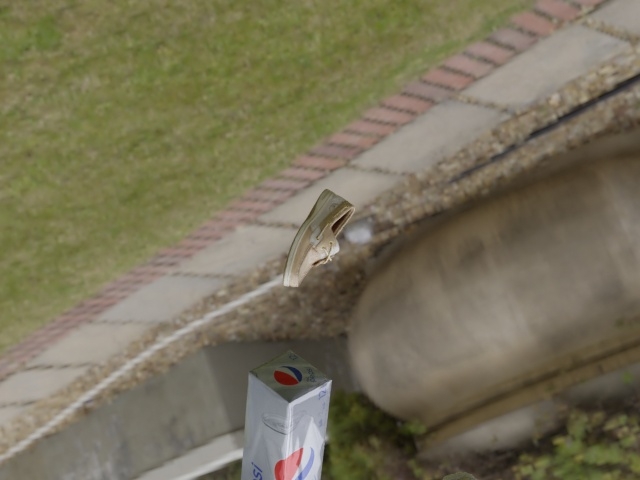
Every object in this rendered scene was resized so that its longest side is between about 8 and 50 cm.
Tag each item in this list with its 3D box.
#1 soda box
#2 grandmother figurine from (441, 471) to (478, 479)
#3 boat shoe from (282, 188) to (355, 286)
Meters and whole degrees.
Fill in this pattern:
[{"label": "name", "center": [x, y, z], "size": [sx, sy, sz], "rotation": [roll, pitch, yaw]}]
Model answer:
[{"label": "soda box", "center": [-0.057, 0.320, 1.778], "size": [0.091, 0.098, 0.286], "rotation": [-24, 133, -39]}, {"label": "grandmother figurine", "center": [0.319, 0.498, 2.064], "size": [0.208, 0.104, 0.342], "rotation": [10, -178, -23]}, {"label": "boat shoe", "center": [0.000, 0.000, 1.601], "size": [0.059, 0.170, 0.063], "rotation": [21, 148, 10]}]
